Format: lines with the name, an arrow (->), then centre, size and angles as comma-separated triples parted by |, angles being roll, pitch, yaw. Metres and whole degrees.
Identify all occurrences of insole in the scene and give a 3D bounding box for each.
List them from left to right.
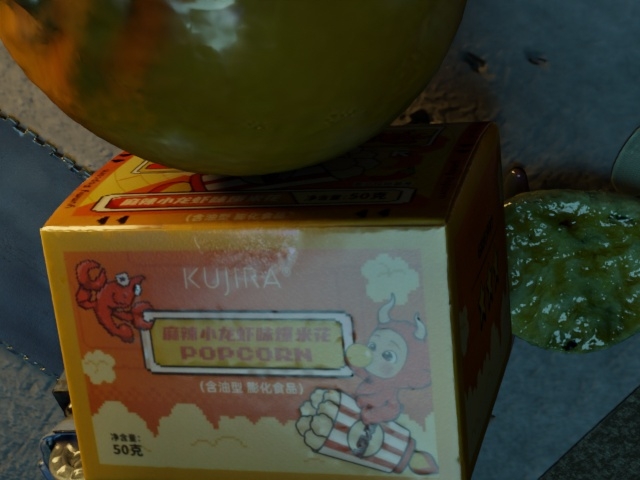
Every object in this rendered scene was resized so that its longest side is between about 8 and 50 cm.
insole -> 0.288, -0.087, 1.012 | 0.053, 0.002, 0.152 | 35, 127, -12

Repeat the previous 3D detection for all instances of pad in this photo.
pad -> -0.276, 0.021, 1.240 | 0.270, 0.012, 0.269 | 37, 127, -13
pad -> 0.327, 0.227, 1.241 | 0.158, 0.003, 0.235 | 29, 128, -8

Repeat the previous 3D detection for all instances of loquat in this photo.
loquat -> -0.060, -0.199, 0.822 | 0.329, 0.328, 0.328 | 7, 128, 10

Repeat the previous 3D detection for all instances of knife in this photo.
knife -> 0.163, 0.037, 1.131 | 0.036, 0.018, 0.247 | 6, 129, 7

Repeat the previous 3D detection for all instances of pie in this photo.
pie -> 0.213, 0.025, 1.080 | 0.187, 0.041, 0.186 | 3, 132, 3

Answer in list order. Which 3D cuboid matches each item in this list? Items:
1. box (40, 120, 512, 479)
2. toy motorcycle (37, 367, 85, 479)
box -> -0.014, 0.035, 0.943 | 0.284, 0.259, 0.213 | -2, 107, 16
toy motorcycle -> -0.098, 0.168, 1.168 | 0.359, 0.212, 0.125 | -4, 129, 24
